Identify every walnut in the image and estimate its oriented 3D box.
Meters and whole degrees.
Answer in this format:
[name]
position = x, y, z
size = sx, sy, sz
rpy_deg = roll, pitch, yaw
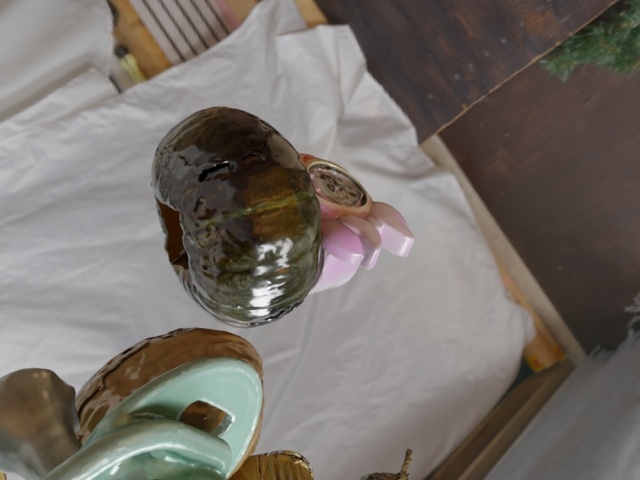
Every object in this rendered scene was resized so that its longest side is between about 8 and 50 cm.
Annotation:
[walnut]
position = -0.173, 0.206, 0.819
size = 0.198, 0.245, 0.198
rpy_deg = 48, 156, 30

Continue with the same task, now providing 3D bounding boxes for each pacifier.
[pacifier]
position = -0.215, 0.209, 0.619
size = 0.269, 0.343, 0.288
rpy_deg = 32, 166, 25

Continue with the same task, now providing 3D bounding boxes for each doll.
[doll]
position = 0.077, 0.452, 1.143
size = 0.091, 0.202, 0.286
rpy_deg = 47, 132, 25

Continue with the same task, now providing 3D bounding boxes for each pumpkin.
[pumpkin]
position = -0.120, -0.028, 1.003
size = 0.320, 0.192, 0.320
rpy_deg = 47, 148, 41

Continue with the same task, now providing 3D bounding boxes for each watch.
[watch]
position = 0.000, 0.000, 1.183
size = 0.248, 0.211, 0.217
rpy_deg = 47, 125, 22

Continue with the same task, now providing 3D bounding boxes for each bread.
[bread]
position = -0.090, 0.345, 0.882
size = 0.114, 0.190, 0.132
rpy_deg = -115, 10, -64

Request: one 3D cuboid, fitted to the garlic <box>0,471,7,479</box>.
[garlic]
position = -0.557, 0.267, 0.862
size = 0.151, 0.338, 0.196
rpy_deg = -35, 71, 56
